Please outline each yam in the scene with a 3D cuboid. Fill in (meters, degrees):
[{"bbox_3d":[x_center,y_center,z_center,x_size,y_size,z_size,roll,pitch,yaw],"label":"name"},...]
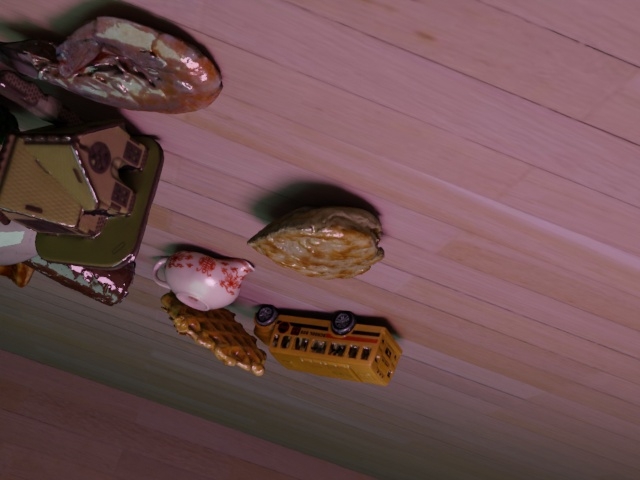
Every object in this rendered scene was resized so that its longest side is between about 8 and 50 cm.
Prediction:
[{"bbox_3d":[-0.539,0.035,1.652,0.280,0.131,0.131,30,153,-24],"label":"yam"}]

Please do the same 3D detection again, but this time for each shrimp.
[{"bbox_3d":[-0.280,-0.233,0.990,0.317,0.062,0.164,11,150,5],"label":"shrimp"}]

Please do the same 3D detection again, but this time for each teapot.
[{"bbox_3d":[-0.253,0.078,1.588,0.246,0.116,0.159,12,167,26],"label":"teapot"}]

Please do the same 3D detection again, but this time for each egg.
[{"bbox_3d":[-0.586,-0.045,1.441,0.264,0.183,0.183,-4,148,26],"label":"egg"}]

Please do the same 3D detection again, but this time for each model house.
[{"bbox_3d":[-0.392,-0.100,1.090,0.205,0.218,0.279,4,164,26],"label":"model house"}]

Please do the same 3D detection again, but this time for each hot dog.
[{"bbox_3d":[-0.730,0.045,1.866,0.100,0.068,0.249,34,151,-9],"label":"hot dog"}]

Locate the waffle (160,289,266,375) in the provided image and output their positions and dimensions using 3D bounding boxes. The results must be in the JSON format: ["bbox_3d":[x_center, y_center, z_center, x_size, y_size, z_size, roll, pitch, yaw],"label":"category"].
[{"bbox_3d":[-0.227,0.188,1.683,0.291,0.051,0.291,37,-171,-7],"label":"waffle"}]

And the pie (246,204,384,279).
[{"bbox_3d":[0.000,0.000,1.253,0.201,0.090,0.248,19,158,-29],"label":"pie"}]

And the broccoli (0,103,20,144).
[{"bbox_3d":[-0.563,-0.133,1.146,0.270,0.270,0.270,-1,107,36],"label":"broccoli"}]

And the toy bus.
[{"bbox_3d":[0.001,0.226,1.682,0.336,0.123,0.121,3,149,32],"label":"toy bus"}]
